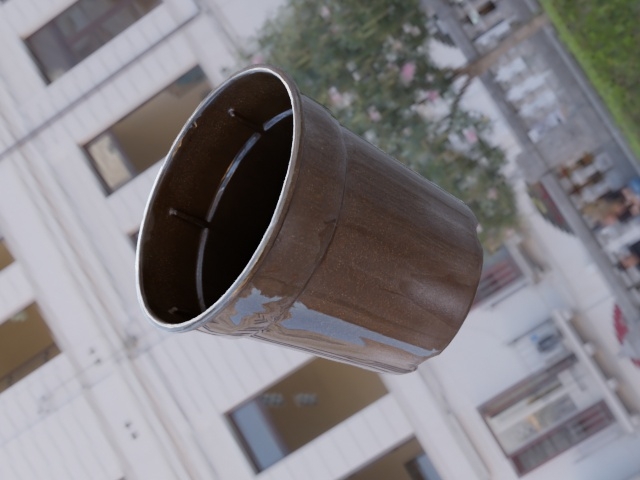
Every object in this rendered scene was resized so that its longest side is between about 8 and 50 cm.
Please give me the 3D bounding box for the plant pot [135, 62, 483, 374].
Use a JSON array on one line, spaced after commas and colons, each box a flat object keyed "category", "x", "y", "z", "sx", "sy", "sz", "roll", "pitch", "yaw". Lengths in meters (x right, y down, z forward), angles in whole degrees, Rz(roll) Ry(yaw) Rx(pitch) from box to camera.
[{"category": "plant pot", "x": 0.000, "y": 0.000, "z": 0.744, "sx": 0.165, "sy": 0.167, "sz": 0.167, "roll": 23, "pitch": -151, "yaw": -32}]
